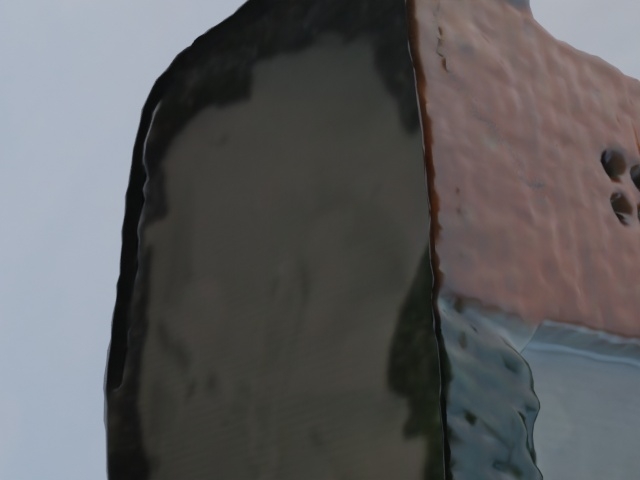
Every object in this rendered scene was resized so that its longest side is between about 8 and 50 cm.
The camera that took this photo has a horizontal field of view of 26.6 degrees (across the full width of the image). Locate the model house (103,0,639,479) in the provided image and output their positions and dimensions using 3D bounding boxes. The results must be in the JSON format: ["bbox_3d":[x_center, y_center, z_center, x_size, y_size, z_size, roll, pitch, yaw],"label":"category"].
[{"bbox_3d":[0.087,0.052,0.561,0.190,0.301,0.271,-33,-128,48],"label":"model house"}]
